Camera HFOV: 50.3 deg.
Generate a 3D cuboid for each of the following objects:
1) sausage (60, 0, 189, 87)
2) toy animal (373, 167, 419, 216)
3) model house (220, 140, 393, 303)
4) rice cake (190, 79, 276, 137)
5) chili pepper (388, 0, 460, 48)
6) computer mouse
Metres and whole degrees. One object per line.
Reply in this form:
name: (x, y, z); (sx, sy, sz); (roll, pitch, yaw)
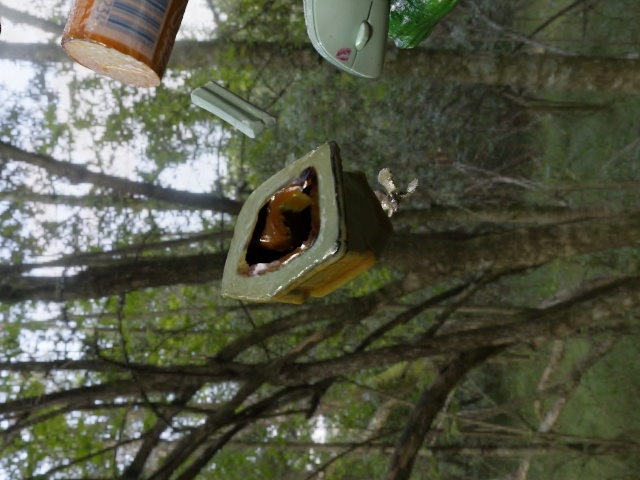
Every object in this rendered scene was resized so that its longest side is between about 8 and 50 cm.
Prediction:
sausage: (-0.423, -0.522, 1.522); (0.233, 0.233, 0.287); (92, -168, -82)
toy animal: (0.157, -0.107, 1.857); (0.093, 0.214, 0.186); (-1, -78, -60)
model house: (-0.010, 0.000, 1.101); (0.239, 0.268, 0.173); (15, -132, -61)
rice cake: (-0.212, -0.321, 1.643); (0.080, 0.221, 0.042); (-43, -29, -28)
chili pepper: (0.150, -0.497, 1.359); (0.385, 0.167, 0.213); (0, 103, 66)
computer mouse: (0.054, -0.395, 1.051); (0.097, 0.159, 0.289); (-24, 59, 40)
